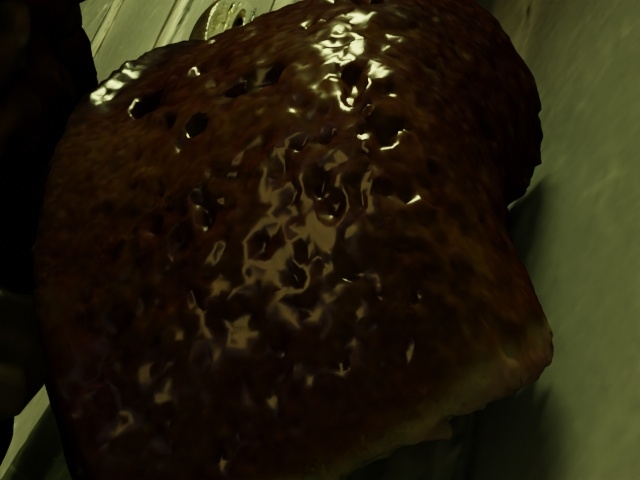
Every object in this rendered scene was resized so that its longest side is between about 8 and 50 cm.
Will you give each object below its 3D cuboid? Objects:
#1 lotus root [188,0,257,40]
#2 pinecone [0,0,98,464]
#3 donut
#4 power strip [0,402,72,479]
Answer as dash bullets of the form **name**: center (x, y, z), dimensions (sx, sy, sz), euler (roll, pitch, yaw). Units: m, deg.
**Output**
- **lotus root**: center (-0.068, -0.123, 0.973), dimensions (0.037, 0.030, 0.083), euler (-41, 22, 41)
- **pinecone**: center (-0.240, -0.024, 0.497), dimensions (0.398, 0.398, 0.397), euler (-48, 19, 22)
- **donut**: center (-0.005, -0.001, 0.439), dimensions (0.126, 0.144, 0.186), euler (-24, 3, 22)
- **power strip**: center (-0.054, 0.036, 0.621), dimensions (0.272, 0.052, 0.078), euler (-58, 18, -12)
